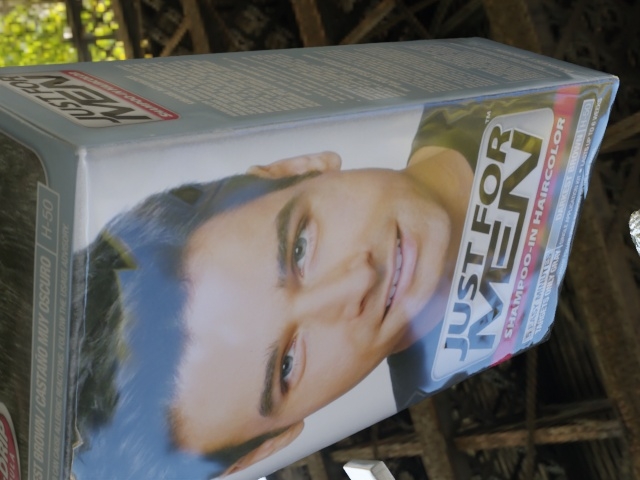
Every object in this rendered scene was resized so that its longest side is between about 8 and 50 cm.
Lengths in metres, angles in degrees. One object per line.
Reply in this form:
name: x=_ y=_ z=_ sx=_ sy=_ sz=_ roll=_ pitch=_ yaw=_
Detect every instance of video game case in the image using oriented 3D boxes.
video game case: x=0.081 y=0.287 z=0.964 sx=0.143 sy=0.019 sz=0.157 roll=56 pitch=-14 yaw=6

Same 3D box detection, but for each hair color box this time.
hair color box: x=0.000 y=0.000 z=0.505 sx=0.113 sy=0.374 sz=0.185 roll=28 pitch=-61 yaw=38

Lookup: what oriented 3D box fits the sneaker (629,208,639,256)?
sneaker: x=0.405 y=0.009 z=1.011 sx=0.262 sy=0.099 sz=0.121 roll=93 pitch=-5 yaw=-75
